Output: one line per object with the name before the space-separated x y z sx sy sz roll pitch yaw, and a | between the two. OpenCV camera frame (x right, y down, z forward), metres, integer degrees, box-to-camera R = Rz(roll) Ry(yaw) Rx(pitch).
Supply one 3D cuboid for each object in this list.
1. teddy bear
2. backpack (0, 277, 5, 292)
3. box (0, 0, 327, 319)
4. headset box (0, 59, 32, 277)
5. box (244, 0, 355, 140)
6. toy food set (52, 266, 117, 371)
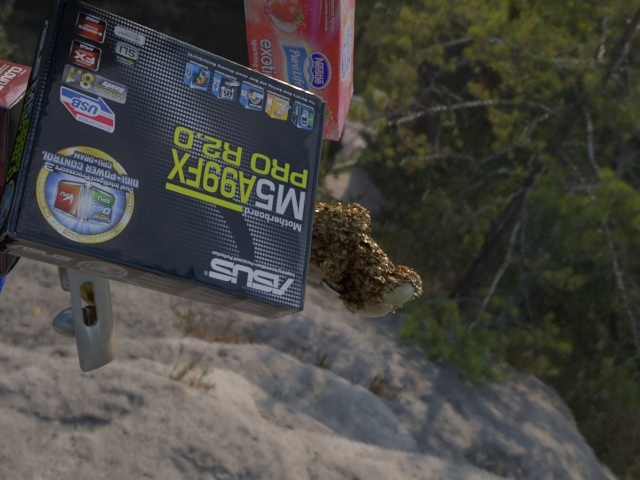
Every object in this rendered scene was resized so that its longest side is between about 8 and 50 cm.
teddy bear | 0.000 0.000 1.377 0.338 0.245 0.113 28 71 10
backpack | -0.458 0.031 1.211 0.120 0.098 0.101 24 21 40
box | -0.129 -0.065 0.819 0.270 0.060 0.216 18 67 -28
headset box | -0.434 -0.097 1.013 0.293 0.218 0.110 13 33 -1
box | -0.027 -0.318 1.472 0.154 0.300 0.142 8 50 6
toy food set | -0.397 0.043 1.479 0.092 0.220 0.306 -10 25 -19
